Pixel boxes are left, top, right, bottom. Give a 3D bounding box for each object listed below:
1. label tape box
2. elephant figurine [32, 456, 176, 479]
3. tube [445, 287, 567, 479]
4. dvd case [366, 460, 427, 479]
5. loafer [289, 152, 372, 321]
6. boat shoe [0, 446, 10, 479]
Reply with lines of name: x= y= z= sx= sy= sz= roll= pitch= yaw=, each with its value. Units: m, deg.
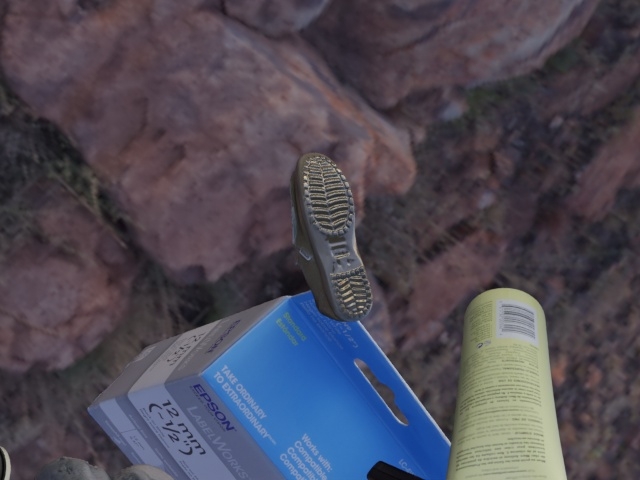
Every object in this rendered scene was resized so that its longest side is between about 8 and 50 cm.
label tape box: x=-0.048 y=0.201 z=1.210 sx=0.249 sy=0.347 sz=0.115 roll=53 pitch=53 yaw=-12
elephant figurine: x=-0.141 y=0.266 z=0.720 sx=0.186 sy=0.169 sz=0.239 roll=21 pitch=100 yaw=-43
tube: x=0.123 y=0.125 z=0.818 sx=0.062 sy=0.240 sz=0.070 roll=32 pitch=121 yaw=-13
dvd case: x=0.148 y=0.255 z=0.904 sx=0.022 sy=0.253 sz=0.180 roll=-46 pitch=110 yaw=-16
loafer: x=0.000 y=0.000 z=1.013 sx=0.056 sy=0.148 sz=0.050 roll=-1 pitch=164 yaw=-37
boat shoe: x=-0.246 y=0.186 z=0.850 sx=0.042 sy=0.133 sz=0.049 roll=26 pitch=115 yaw=-20
